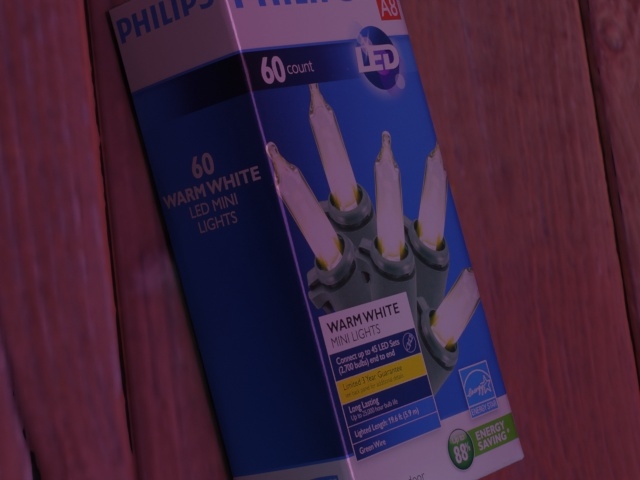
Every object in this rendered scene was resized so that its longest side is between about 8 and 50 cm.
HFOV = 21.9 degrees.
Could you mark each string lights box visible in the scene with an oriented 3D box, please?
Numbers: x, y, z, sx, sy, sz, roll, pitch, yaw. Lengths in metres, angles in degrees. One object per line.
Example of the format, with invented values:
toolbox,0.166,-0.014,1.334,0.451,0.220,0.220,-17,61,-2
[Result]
string lights box,0.000,0.000,0.791,0.133,0.077,0.259,-14,89,-50
